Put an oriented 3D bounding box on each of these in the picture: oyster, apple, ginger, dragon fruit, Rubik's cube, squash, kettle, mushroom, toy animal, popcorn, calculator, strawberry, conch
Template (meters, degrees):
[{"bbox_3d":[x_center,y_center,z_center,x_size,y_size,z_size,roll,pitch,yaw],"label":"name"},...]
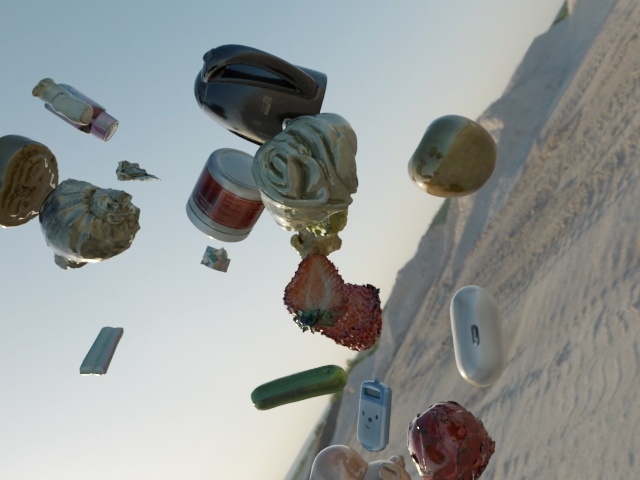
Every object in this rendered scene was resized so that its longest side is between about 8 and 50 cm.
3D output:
[{"bbox_3d":[-0.395,-0.138,1.249,0.037,0.100,0.098,-63,32,12],"label":"oyster"},{"bbox_3d":[0.395,-0.243,1.731,0.257,0.233,0.257,-61,1,3],"label":"apple"},{"bbox_3d":[0.000,0.000,2.196,0.216,0.157,0.102,-31,-5,-12],"label":"ginger"},{"bbox_3d":[0.452,0.710,2.000,0.295,0.302,0.296,-33,-19,-13],"label":"dragon fruit"},{"bbox_3d":[-0.309,0.050,1.716,0.084,0.075,0.073,31,-101,-61],"label":"Rubik's cube"},{"bbox_3d":[-0.048,0.329,1.297,0.228,0.066,0.066,-18,-3,10],"label":"squash"},{"bbox_3d":[-0.140,-0.339,1.317,0.268,0.290,0.208,129,155,-65],"label":"kettle"},{"bbox_3d":[-0.601,-0.323,1.352,0.059,0.202,0.054,-57,-27,3],"label":"mushroom"},{"bbox_3d":[0.131,0.752,1.776,0.269,0.326,0.237,-48,-23,1],"label":"toy animal"},{"bbox_3d":[-0.014,-0.098,1.717,0.174,0.195,0.168,-96,14,-47],"label":"popcorn"},{"bbox_3d":[0.156,0.503,1.679,0.121,0.039,0.211,-1,82,55],"label":"calculator"},{"bbox_3d":[-0.008,0.165,1.645,0.286,0.188,0.106,-87,-11,-50],"label":"strawberry"},{"bbox_3d":[-0.553,-0.025,1.351,0.291,0.210,0.159,-44,26,15],"label":"conch"},{"bbox_3d":[0.113,0.257,1.836,0.234,0.233,0.178,-55,-46,-29],"label":"strawberry"}]

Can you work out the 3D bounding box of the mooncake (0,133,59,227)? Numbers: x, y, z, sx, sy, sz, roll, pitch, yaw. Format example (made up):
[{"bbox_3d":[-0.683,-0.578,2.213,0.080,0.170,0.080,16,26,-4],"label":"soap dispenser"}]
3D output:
[{"bbox_3d":[-0.771,-0.149,1.497,0.235,0.117,0.235,22,-90,-81],"label":"mooncake"}]

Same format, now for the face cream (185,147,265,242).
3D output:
[{"bbox_3d":[-0.246,-0.126,1.594,0.187,0.201,0.201,-56,-5,31],"label":"face cream"}]

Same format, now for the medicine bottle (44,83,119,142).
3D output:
[{"bbox_3d":[-0.706,-0.379,1.730,0.094,0.188,0.119,-56,6,7],"label":"medicine bottle"}]

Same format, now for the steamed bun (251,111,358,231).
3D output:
[{"bbox_3d":[-0.040,-0.139,1.085,0.217,0.211,0.144,-18,-15,27],"label":"steamed bun"}]

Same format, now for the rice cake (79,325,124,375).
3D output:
[{"bbox_3d":[-0.678,0.341,1.810,0.222,0.080,0.042,-94,2,-64],"label":"rice cake"}]

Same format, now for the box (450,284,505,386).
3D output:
[{"bbox_3d":[0.477,0.284,1.741,0.349,0.141,0.289,27,-124,-70],"label":"box"}]
